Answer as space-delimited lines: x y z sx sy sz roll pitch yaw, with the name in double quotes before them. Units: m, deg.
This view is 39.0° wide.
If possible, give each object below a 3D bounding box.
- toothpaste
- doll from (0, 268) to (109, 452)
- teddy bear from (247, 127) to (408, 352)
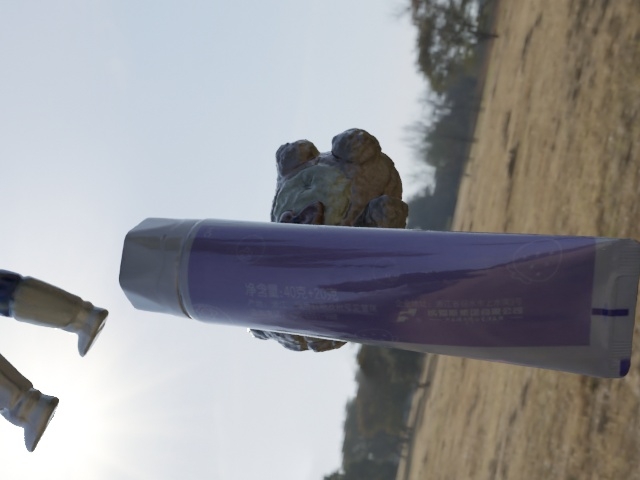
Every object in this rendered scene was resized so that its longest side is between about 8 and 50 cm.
"toothpaste" 0.032 0.036 0.651 0.080 0.371 0.125 -61 -31 -46
"doll" -0.209 0.011 0.390 0.057 0.227 0.114 -56 11 27
"teddy bear" 0.001 0.000 1.049 0.151 0.236 0.267 51 -134 -33
